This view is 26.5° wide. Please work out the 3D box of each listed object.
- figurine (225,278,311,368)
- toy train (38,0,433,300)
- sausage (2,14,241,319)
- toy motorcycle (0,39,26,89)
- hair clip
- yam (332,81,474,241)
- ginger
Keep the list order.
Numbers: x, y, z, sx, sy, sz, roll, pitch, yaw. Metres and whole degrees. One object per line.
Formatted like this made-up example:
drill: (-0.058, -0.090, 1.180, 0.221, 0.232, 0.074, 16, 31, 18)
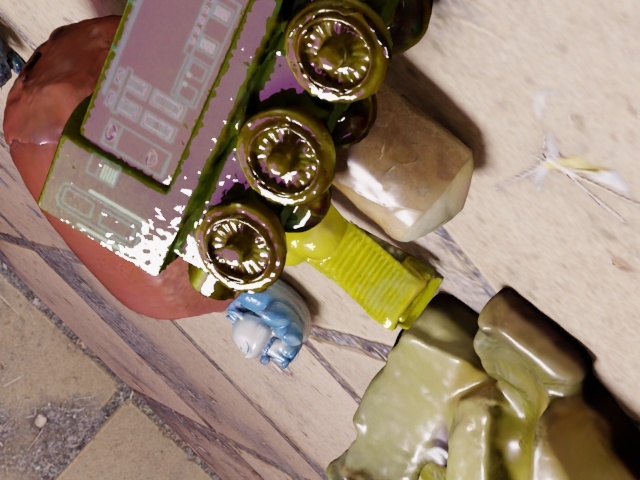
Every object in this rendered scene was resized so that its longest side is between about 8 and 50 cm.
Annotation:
figurine: (-0.058, 0.068, 1.262, 0.114, 0.079, 0.114, 39, 171, 8)
toy train: (-0.042, -0.075, 0.659, 0.137, 0.090, 0.225, 30, 123, 4)
sausage: (-0.138, -0.048, 1.022, 0.152, 0.152, 0.279, 32, 161, 33)
toy motorcycle: (-0.350, -0.186, 1.323, 0.114, 0.076, 0.205, 53, 162, -11)
hair clip: (0.000, 0.000, 0.964, 0.173, 0.072, 0.046, 38, -169, 18)
yam: (-0.051, -0.135, 0.722, 0.357, 0.081, 0.081, 44, 164, -9)
ginger: (0.130, 0.219, 0.982, 0.358, 0.211, 0.413, 50, 163, -19)
